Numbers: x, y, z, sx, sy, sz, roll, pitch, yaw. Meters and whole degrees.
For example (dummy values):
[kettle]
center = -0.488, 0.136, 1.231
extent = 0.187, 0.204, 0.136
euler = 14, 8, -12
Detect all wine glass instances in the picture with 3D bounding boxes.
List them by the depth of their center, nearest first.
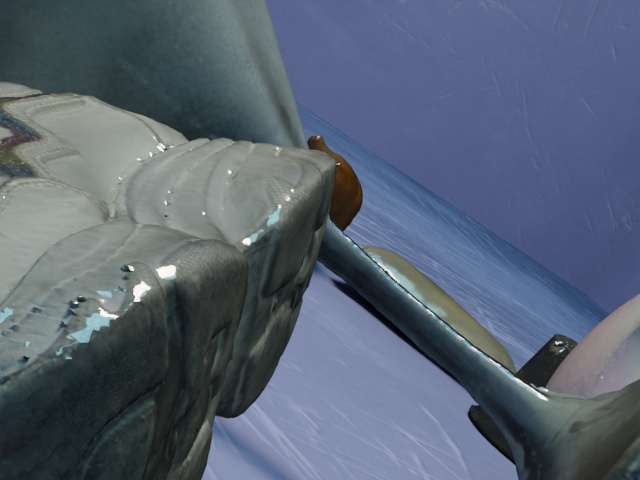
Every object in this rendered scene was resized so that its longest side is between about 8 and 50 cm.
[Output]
[wine glass]
center = 0.000, 0.000, 0.906
extent = 0.406, 0.267, 0.267
euler = 42, 8, 7

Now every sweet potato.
[sweet potato]
center = -0.016, -0.043, 1.652
extent = 0.354, 0.095, 0.106
euler = -173, -107, -84

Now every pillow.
[pillow]
center = 0.105, 0.073, 1.607
extent = 0.208, 0.053, 0.119
euler = 41, 11, 17

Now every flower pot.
[flower pot]
center = 0.219, 0.152, 1.428
extent = 0.157, 0.107, 0.157
euler = 35, 6, -4

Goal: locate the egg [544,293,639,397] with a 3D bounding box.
[egg]
center = 0.230, 0.170, 1.167
extent = 0.206, 0.162, 0.271
euler = 98, -20, -63

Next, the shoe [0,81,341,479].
[shoe]
center = -0.131, 0.019, 0.640
extent = 0.211, 0.132, 0.342
euler = 16, 19, 8
